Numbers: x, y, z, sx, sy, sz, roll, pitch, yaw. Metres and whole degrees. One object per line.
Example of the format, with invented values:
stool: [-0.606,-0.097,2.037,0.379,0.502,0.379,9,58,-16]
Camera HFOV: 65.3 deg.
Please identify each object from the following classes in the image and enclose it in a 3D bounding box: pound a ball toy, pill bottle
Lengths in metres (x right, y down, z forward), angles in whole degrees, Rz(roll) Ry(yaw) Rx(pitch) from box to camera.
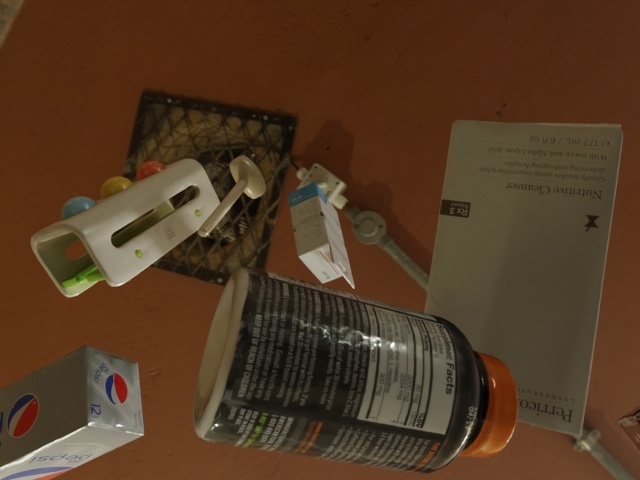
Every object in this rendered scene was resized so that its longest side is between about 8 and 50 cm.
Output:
pound a ball toy: [-0.259,-0.058,0.798,0.208,0.319,0.136,-13,-69,32]
pill bottle: [0.034,0.112,0.403,0.245,0.130,0.130,17,-86,-16]

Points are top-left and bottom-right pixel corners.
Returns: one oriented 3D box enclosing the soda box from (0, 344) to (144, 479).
soda box: [-0.357,0.236,0.598,0.286,0.091,0.098,-28,-125,10]

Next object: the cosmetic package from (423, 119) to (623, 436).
cosmetic package: [0.268,0.042,0.700,0.217,0.156,0.385,6,-95,20]

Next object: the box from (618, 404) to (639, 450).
box: [0.376,0.152,0.375,0.203,0.168,0.167,-38,-122,8]

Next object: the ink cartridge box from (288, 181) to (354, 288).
ink cartridge box: [0.000,0.000,0.877,0.060,0.104,0.180,-22,-129,13]
